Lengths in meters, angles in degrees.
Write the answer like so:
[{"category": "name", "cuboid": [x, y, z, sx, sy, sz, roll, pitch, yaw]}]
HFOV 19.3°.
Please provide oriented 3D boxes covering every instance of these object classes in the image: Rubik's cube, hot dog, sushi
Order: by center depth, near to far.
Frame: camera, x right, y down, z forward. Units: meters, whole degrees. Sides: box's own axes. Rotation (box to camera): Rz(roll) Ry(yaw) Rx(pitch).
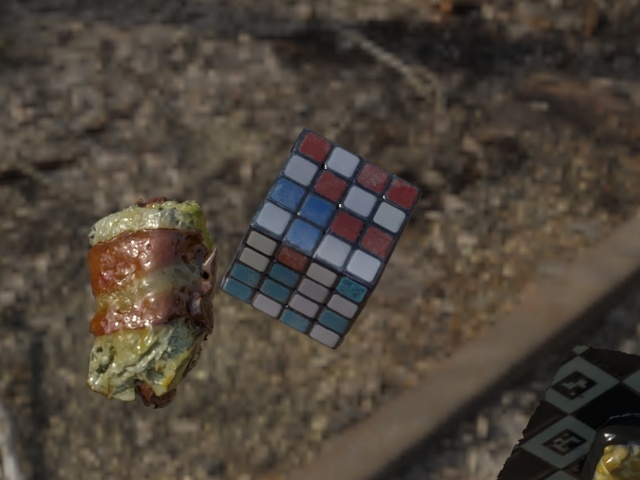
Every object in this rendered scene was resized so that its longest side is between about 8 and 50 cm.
[{"category": "Rubik's cube", "cuboid": [0.000, 0.000, 1.257, 0.092, 0.092, 0.092, 28, 57, 0]}, {"category": "sushi", "cuboid": [0.304, 0.220, 1.662, 0.294, 0.292, 0.059, 8, 45, -17]}, {"category": "hot dog", "cuboid": [-0.163, 0.060, 1.853, 0.146, 0.213, 0.103, -3, -12, 30]}]
